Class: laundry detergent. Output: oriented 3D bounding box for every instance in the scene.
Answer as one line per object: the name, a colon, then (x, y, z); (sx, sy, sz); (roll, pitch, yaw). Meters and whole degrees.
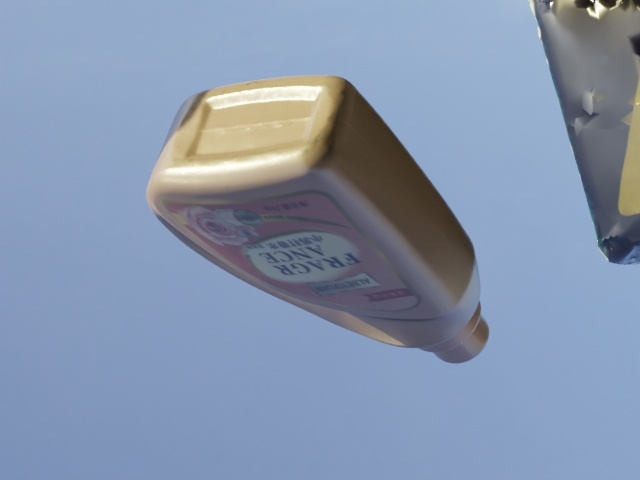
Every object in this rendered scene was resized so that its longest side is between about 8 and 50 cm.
laundry detergent: (0.000, 0.000, 0.861); (0.237, 0.171, 0.076); (48, -130, -45)

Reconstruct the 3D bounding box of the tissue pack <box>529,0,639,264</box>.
tissue pack: (0.406, -0.152, 1.120); (0.253, 0.417, 0.264); (-4, -100, -54)
